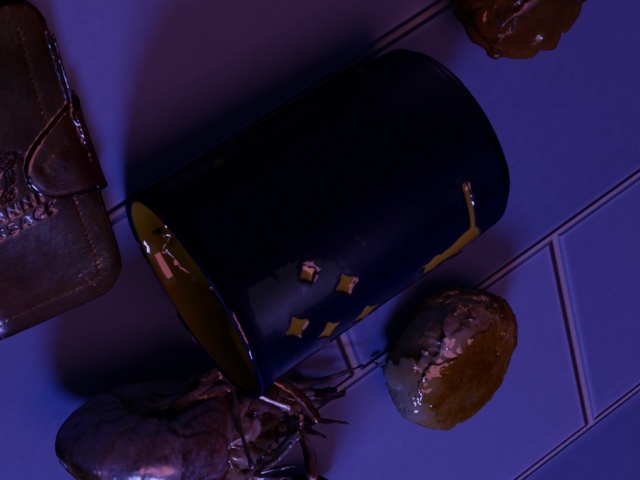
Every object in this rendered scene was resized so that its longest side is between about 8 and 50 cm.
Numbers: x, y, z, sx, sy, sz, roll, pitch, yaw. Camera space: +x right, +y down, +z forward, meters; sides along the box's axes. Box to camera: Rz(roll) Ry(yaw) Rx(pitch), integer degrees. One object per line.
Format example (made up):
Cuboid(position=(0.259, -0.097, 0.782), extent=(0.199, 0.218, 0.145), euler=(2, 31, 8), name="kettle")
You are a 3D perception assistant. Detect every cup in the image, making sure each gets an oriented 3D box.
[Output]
Cuboid(position=(-0.009, -0.019, 1.037), extent=(0.256, 0.255, 0.178), euler=(-33, 98, -19), name="cup")

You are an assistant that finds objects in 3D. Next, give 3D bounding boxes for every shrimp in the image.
Cuboid(position=(-0.072, 0.158, 1.105), extent=(0.343, 0.145, 0.116), euler=(-4, 86, -48), name="shrimp")

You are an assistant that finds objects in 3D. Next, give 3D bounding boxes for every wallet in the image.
Cuboid(position=(-0.221, -0.044, 0.908), extent=(0.137, 0.031, 0.255), euler=(-27, 133, -20), name="wallet")

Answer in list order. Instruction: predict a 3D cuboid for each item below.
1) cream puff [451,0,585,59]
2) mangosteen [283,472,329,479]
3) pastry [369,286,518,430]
Cuboid(position=(0.160, -0.206, 1.052), extent=(0.116, 0.094, 0.122), euler=(-20, 154, -21), name="cream puff")
Cuboid(position=(-0.014, 0.270, 1.263), extent=(0.081, 0.081, 0.081), euler=(-20, 131, -26), name="mangosteen")
Cuboid(position=(0.129, 0.114, 1.260), extent=(0.153, 0.081, 0.153), euler=(-18, 125, -28), name="pastry")
